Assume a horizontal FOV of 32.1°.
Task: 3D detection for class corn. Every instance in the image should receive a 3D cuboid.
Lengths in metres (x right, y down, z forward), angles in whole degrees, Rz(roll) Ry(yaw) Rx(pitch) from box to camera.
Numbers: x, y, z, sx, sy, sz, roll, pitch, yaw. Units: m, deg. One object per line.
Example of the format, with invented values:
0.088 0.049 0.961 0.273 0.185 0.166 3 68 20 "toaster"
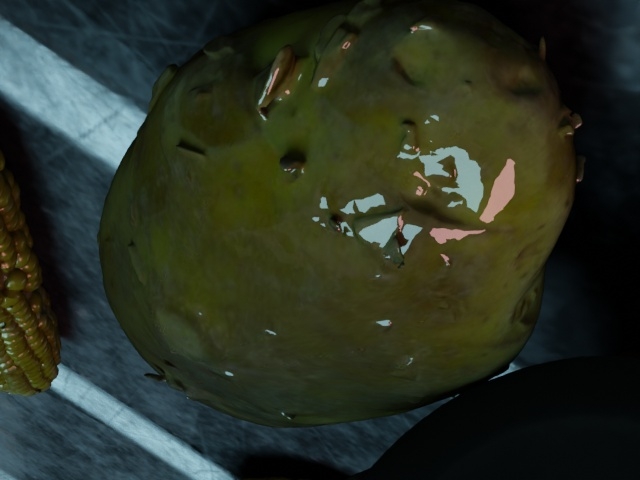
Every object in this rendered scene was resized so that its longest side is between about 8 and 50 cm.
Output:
-0.236 0.017 0.754 0.097 0.097 0.319 22 149 13 "corn"

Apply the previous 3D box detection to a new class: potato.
0.000 0.000 0.493 0.192 0.141 0.296 32 146 -7 "potato"

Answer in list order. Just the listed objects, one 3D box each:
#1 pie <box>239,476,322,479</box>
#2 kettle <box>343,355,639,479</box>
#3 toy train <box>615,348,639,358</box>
0.024 0.280 0.921 0.274 0.069 0.273 20 147 14 "pie"
0.210 0.241 0.480 0.361 0.250 0.376 14 155 38 "kettle"
0.197 0.089 0.538 0.087 0.050 0.138 39 150 -25 "toy train"
